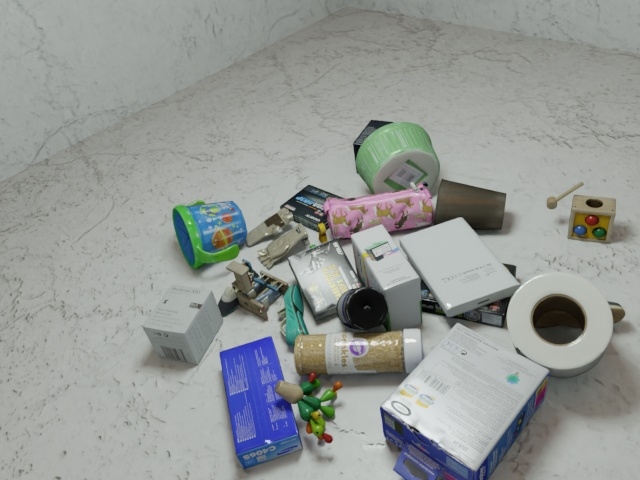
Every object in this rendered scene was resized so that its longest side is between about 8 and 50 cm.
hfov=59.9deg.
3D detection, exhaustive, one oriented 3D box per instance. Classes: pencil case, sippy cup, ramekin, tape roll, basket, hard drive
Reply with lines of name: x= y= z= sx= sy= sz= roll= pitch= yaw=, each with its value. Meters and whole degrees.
pencil case: x=0.208 y=-0.105 z=1.989 sx=0.385 sy=0.167 sz=0.160 roll=-10 pitch=12 yaw=5
sippy cup: x=-0.400 y=-0.041 z=2.048 sx=0.224 sy=0.240 sz=0.306 roll=-19 pitch=77 yaw=-25
ramekin: x=0.297 y=-0.277 z=2.085 sx=0.303 sy=0.303 sz=0.148 roll=-15 pitch=47 yaw=-4
tape roll: x=0.614 y=0.221 z=1.436 sx=0.246 sy=0.169 sz=0.246 roll=-8 pitch=68 yaw=21
basket: x=0.526 y=-0.113 z=1.946 sx=0.226 sy=0.154 sz=0.204 roll=9 pitch=55 yaw=17
hard drive: x=0.422 y=0.073 z=1.735 sx=0.233 sy=0.047 sz=0.353 roll=-18 pitch=40 yaw=-7

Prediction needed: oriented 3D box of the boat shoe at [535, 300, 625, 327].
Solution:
boat shoe: x=0.702 y=0.190 z=1.579 sx=0.285 sy=0.103 sz=0.092 roll=-5 pitch=45 yaw=17

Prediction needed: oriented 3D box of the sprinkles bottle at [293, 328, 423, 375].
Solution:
sprinkles bottle: x=0.108 y=0.316 z=1.561 sx=0.355 sy=0.121 sz=0.121 roll=-4 pitch=40 yaw=10

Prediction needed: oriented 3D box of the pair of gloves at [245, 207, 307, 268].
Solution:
pair of gloves: x=-0.164 y=-0.015 z=2.057 sx=0.204 sy=0.042 sz=0.240 roll=-39 pitch=39 yaw=-4

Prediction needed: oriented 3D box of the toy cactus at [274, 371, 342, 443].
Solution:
toy cactus: x=-0.031 y=0.416 z=1.452 sx=0.180 sy=0.112 sz=0.219 roll=31 pitch=28 yaw=-15

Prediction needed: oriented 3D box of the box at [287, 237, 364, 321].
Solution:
box: x=0.020 y=0.124 z=1.806 sx=0.183 sy=0.056 sz=0.231 roll=-21 pitch=59 yaw=-11

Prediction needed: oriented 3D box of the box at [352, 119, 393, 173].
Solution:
box: x=0.230 y=-0.392 z=2.342 sx=0.108 sy=0.153 sz=0.207 roll=12 pitch=46 yaw=25

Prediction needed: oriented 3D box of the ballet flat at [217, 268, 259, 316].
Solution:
ballet flat: x=-0.284 y=0.167 z=1.875 sx=0.074 sy=0.074 sz=0.203 roll=21 pitch=50 yaw=34

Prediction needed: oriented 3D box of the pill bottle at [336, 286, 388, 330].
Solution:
pill bottle: x=0.114 y=0.199 z=1.621 sx=0.122 sy=0.123 sz=0.219 roll=-20 pitch=-4 yaw=-10

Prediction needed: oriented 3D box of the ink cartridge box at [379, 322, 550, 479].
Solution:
ink cartridge box: x=0.332 y=0.421 z=1.357 sx=0.270 sy=0.151 sz=0.395 roll=27 pitch=51 yaw=38

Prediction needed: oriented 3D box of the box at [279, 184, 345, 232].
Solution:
box: x=-0.021 y=-0.127 z=2.170 sx=0.220 sy=0.051 sz=0.175 roll=26 pitch=52 yaw=36

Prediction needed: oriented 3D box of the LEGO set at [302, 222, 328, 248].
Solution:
LEGO set: x=0.000 y=0.000 z=1.982 sx=0.087 sy=0.093 sz=0.227 roll=-25 pitch=41 yaw=-15

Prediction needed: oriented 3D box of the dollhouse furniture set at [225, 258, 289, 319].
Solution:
dollhouse furniture set: x=-0.196 y=0.136 z=1.799 sx=0.129 sy=0.184 sz=0.129 roll=22 pitch=50 yaw=34

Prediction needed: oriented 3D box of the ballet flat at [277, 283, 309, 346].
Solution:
ballet flat: x=-0.094 y=0.234 z=1.744 sx=0.087 sy=0.083 sz=0.247 roll=-24 pitch=37 yaw=7

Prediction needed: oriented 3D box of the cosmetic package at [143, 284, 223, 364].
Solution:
cosmetic package: x=-0.423 y=0.259 z=1.735 sx=0.151 sy=0.151 sz=0.184 roll=6 pitch=43 yaw=18

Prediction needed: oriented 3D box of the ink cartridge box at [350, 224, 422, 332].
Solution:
ink cartridge box: x=0.201 y=0.116 z=1.710 sx=0.117 sy=0.201 sz=0.278 roll=-18 pitch=40 yaw=-8

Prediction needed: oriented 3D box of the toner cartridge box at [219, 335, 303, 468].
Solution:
toner cartridge box: x=-0.171 y=0.432 z=1.529 sx=0.165 sy=0.075 sz=0.348 roll=-17 pitch=40 yaw=-5

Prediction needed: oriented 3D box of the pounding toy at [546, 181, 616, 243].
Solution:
pounding toy: x=0.843 y=-0.092 z=1.811 sx=0.206 sy=0.181 sz=0.094 roll=8 pitch=44 yaw=22

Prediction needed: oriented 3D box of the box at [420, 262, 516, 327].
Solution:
box: x=0.450 y=0.146 z=1.722 sx=0.270 sy=0.060 sz=0.216 roll=10 pitch=45 yaw=24
